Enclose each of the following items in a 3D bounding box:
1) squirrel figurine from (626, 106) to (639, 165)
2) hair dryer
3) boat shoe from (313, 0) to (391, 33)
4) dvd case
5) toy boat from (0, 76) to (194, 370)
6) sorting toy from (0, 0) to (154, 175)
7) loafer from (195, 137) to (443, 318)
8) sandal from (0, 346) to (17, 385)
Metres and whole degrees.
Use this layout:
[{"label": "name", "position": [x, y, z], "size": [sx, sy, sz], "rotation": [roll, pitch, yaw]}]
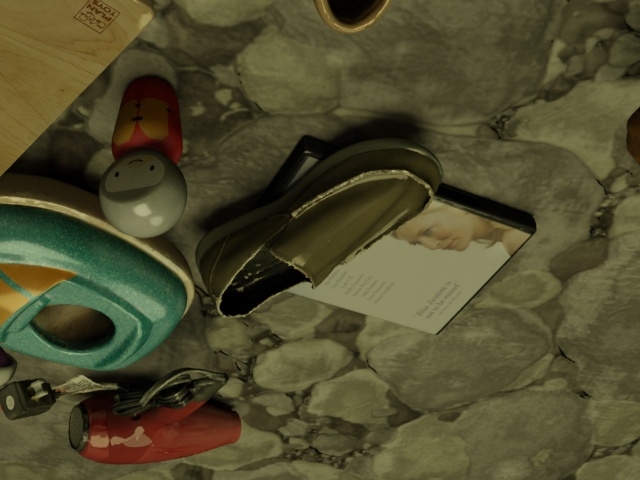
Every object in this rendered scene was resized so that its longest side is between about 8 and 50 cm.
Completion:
[{"label": "squirrel figurine", "position": [0.467, -0.106, 0.748], "size": [0.370, 0.397, 0.281], "rotation": [-10, 130, -14]}, {"label": "hair dryer", "position": [-0.166, 0.188, 1.182], "size": [0.223, 0.080, 0.293], "rotation": [-5, 166, 19]}, {"label": "boat shoe", "position": [0.056, -0.283, 0.706], "size": [0.121, 0.110, 0.341], "rotation": [4, 138, -10]}, {"label": "dvd case", "position": [0.054, 0.004, 1.094], "size": [0.253, 0.022, 0.180], "rotation": [18, 134, -23]}, {"label": "toy boat", "position": [-0.209, 0.006, 0.976], "size": [0.267, 0.148, 0.318], "rotation": [22, 132, -27]}, {"label": "sorting toy", "position": [-0.294, -0.175, 0.810], "size": [0.257, 0.089, 0.255], "rotation": [30, 128, -33]}, {"label": "loafer", "position": [0.000, 0.000, 1.002], "size": [0.251, 0.087, 0.094], "rotation": [-30, 132, 25]}, {"label": "sandal", "position": [-0.453, 0.041, 1.020], "size": [0.416, 0.169, 0.102], "rotation": [22, 91, -33]}]
